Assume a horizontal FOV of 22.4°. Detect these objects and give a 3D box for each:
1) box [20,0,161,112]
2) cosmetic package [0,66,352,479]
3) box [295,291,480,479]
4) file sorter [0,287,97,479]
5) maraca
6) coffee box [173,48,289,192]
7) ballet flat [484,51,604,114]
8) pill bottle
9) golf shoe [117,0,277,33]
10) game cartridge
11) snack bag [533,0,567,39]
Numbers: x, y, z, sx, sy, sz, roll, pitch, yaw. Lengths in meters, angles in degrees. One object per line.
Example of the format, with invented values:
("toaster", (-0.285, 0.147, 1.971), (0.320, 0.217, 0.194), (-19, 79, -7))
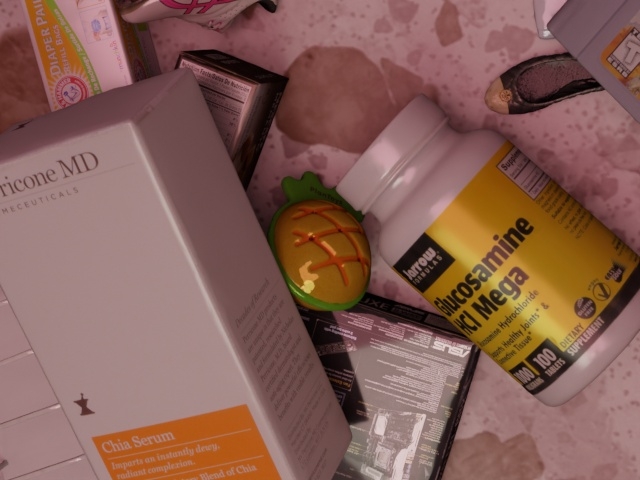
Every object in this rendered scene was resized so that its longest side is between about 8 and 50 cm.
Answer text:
("box", (-0.259, -0.237, 1.807), (0.103, 0.114, 0.203), (-13, 97, 13))
("cosmetic package", (-0.165, 0.077, 1.669), (0.230, 0.161, 0.453), (-15, 109, 25))
("box", (0.007, 0.174, 1.840), (0.307, 0.076, 0.242), (17, 102, 8))
("file sorter", (-0.336, 0.190, 1.859), (0.193, 0.173, 0.277), (-20, 94, 12))
("maraca", (0.000, 0.000, 1.769), (0.127, 0.185, 0.099), (25, 134, -22))
("coffee box", (-0.135, -0.082, 1.795), (0.098, 0.141, 0.246), (23, 101, 7))
("ballet flat", (0.260, -0.178, 1.751), (0.173, 0.049, 0.057), (-16, 95, 13))
("pill bottle", (0.185, 0.004, 1.722), (0.334, 0.188, 0.188), (42, 104, 2))
("golf shoe", (-0.129, -0.263, 1.771), (0.186, 0.067, 0.086), (-20, 110, -17))
("game cartridge", (0.387, -0.196, 1.631), (0.297, 0.062, 0.198), (50, 117, 26))
("snack bag", (0.364, -0.386, 1.706), (0.323, 0.037, 0.342), (-3, 98, 11))
